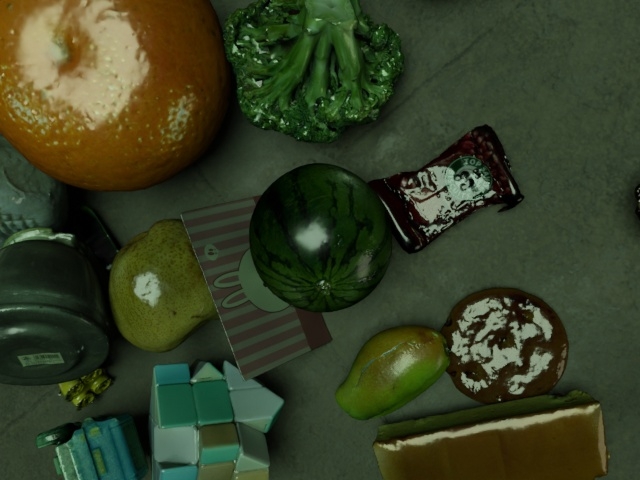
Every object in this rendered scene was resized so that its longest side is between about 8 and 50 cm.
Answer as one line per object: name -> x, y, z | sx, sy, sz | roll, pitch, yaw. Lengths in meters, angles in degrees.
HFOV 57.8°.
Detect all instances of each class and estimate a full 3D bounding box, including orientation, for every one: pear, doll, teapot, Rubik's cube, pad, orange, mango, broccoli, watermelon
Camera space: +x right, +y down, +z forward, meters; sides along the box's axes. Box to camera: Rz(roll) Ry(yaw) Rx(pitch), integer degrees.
pear -> -0.268, 0.073, 1.028 | 0.228, 0.188, 0.211 | -33, 88, -21
doll -> -0.517, 0.220, 1.143 | 0.221, 0.135, 0.143 | 37, 66, 16
teapot -> -0.500, 0.127, 1.023 | 0.321, 0.240, 0.239 | -57, 34, 39
Rubik's cube -> -0.186, 0.330, 1.015 | 0.213, 0.265, 0.224 | -1, 129, -22
pad -> -0.106, 0.069, 1.015 | 0.005, 0.202, 0.299 | -28, 82, 50
orange -> -0.355, -0.292, 0.989 | 0.424, 0.326, 0.424 | 0, 99, 3
mango -> 0.113, 0.225, 0.994 | 0.233, 0.111, 0.125 | -36, 70, 23
broccoli -> -0.007, -0.314, 0.944 | 0.308, 0.275, 0.307 | 2, 72, -7
watermelon -> -0.001, -0.003, 0.947 | 0.242, 0.242, 0.242 | 0, 90, 13

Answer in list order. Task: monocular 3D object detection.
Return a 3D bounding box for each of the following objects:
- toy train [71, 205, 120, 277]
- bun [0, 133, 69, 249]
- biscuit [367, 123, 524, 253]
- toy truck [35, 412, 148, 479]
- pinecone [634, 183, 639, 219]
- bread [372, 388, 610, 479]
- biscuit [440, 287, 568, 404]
toy train -> -0.420, 0.023, 1.149 | 0.044, 0.042, 0.209 | -34, 81, -12
bun -> -0.630, -0.089, 1.055 | 0.354, 0.354, 0.194 | -10, 71, 13
biscuit -> 0.214, -0.084, 0.989 | 0.235, 0.063, 0.151 | -27, 85, 9
toy truck -> -0.399, 0.389, 1.036 | 0.156, 0.279, 0.155 | -18, 81, -21
pinecone -> 0.547, -0.057, 0.882 | 0.140, 0.121, 0.140 | 0, 88, 12
bread -> 0.278, 0.346, 0.958 | 0.361, 0.077, 0.138 | -15, 101, 13
biscuit -> 0.308, 0.182, 0.981 | 0.212, 0.036, 0.212 | 0, 92, 13
